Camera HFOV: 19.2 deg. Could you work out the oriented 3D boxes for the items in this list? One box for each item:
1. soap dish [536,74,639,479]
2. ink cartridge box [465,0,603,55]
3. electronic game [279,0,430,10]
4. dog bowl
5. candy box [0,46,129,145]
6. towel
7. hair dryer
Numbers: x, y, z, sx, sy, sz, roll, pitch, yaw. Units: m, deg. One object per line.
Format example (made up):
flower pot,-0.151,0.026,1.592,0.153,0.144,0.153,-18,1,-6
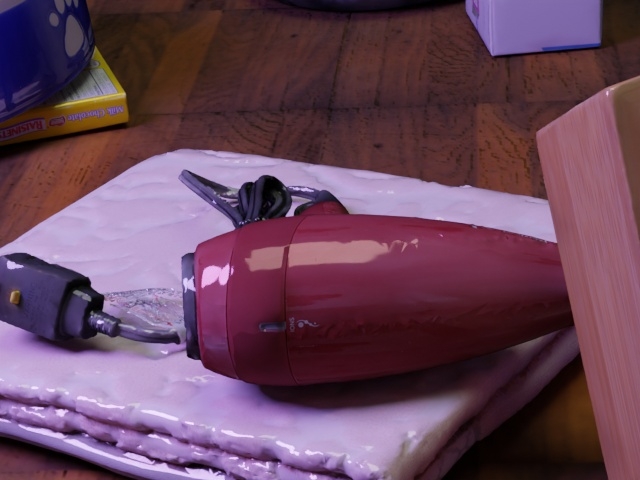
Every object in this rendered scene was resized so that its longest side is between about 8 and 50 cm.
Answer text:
soap dish,0.234,0.007,0.854,0.291,0.229,0.118,-21,13,-34
ink cartridge box,0.167,-0.191,1.496,0.088,0.052,0.122,-5,25,-4
electronic game,0.041,-0.249,1.652,0.229,0.048,0.229,-3,24,2
dog bowl,-0.302,-0.157,1.380,0.265,0.104,0.265,-11,25,5
candy box,-0.215,-0.122,1.431,0.105,0.027,0.206,-14,25,-12
towel,-0.026,0.037,1.017,0.332,0.053,0.317,11,29,30
hair dryer,0.000,0.000,0.935,0.293,0.080,0.223,13,29,34
